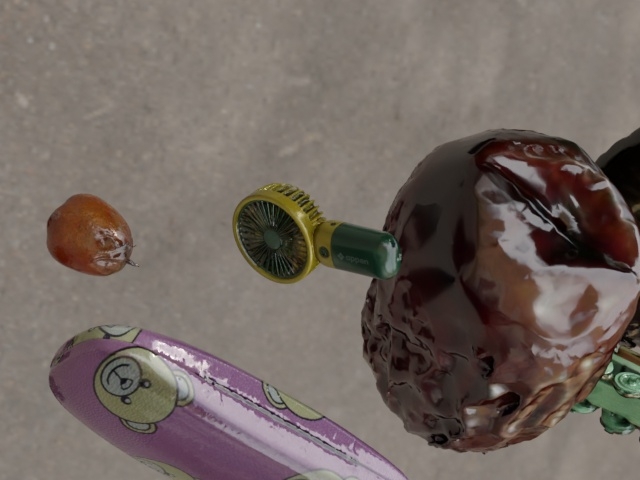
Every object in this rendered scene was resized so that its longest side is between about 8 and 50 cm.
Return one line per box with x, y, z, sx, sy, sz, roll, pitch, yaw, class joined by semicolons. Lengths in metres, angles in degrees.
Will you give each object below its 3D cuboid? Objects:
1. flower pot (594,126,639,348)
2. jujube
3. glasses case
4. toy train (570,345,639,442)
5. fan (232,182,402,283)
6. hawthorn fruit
0.430;0.037;1.601;0.267;0.267;0.266;38;63;-20;flower pot
0.168;0.056;1.330;0.258;0.258;0.376;-59;166;-30;jujube
-0.064;0.157;1.081;0.316;0.123;0.075;33;51;-25;glasses case
0.343;0.161;1.491;0.118;0.176;0.074;-28;135;-48;toy train
0.000;0.000;1.123;0.039;0.155;0.082;-36;130;-44;fan
-0.224;-0.002;1.393;0.081;0.093;0.081;-44;146;-41;hawthorn fruit
